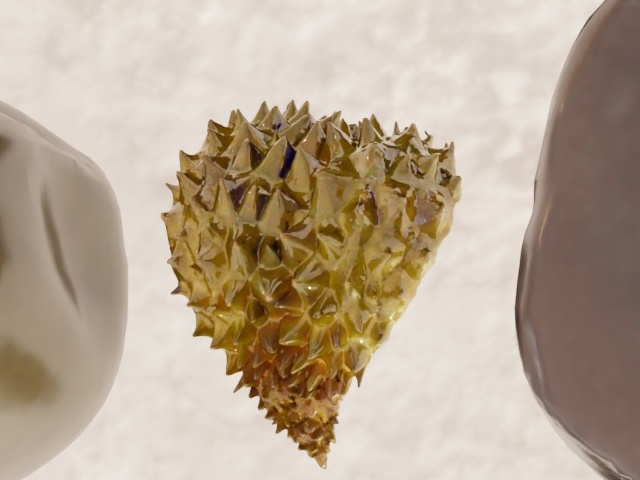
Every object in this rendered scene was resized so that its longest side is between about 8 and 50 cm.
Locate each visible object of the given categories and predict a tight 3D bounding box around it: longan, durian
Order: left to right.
[{"bbox_3d":[-0.257,0.029,1.168,0.288,0.350,0.288,-1,79,6],"label":"longan"},{"bbox_3d":[-0.002,0.001,1.006,0.165,0.182,0.132,28,146,31],"label":"durian"}]

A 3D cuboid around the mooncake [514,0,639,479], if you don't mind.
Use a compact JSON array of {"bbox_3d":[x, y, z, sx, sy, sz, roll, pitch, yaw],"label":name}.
[{"bbox_3d":[0.221,0.022,0.692,0.306,0.306,0.154,32,167,22],"label":"mooncake"}]
